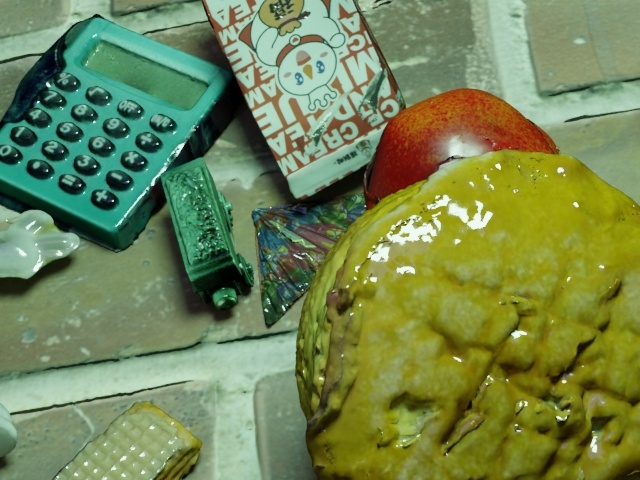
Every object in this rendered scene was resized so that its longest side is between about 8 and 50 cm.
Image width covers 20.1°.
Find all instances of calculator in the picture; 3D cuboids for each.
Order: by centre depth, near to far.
[{"bbox_3d":[-0.254,-0.133,2.102,0.248,0.058,0.274,24,66,28],"label":"calculator"}]

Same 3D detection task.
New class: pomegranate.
[{"bbox_3d":[0.145,-0.059,1.860,0.210,0.210,0.235,-17,21,2],"label":"pomegranate"}]

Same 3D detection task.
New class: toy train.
[{"bbox_3d":[-0.125,-0.007,1.954,0.070,0.099,0.172,-21,53,3],"label":"toy train"}]

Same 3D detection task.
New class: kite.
[{"bbox_3d":[0.000,0.000,1.972,0.189,0.009,0.232,29,67,30],"label":"kite"}]

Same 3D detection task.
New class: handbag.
[{"bbox_3d":[-0.012,-0.190,2.034,0.171,0.151,0.298,-24,63,5],"label":"handbag"}]

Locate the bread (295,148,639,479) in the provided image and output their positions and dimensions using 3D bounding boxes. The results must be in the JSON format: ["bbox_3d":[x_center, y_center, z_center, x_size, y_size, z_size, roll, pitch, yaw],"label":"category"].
[{"bbox_3d":[0.152,0.112,1.642,0.398,0.398,0.215,-34,11,-10],"label":"bread"}]

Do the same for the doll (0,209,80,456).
[{"bbox_3d":[-0.460,0.080,1.954,0.348,0.161,0.423,10,59,5],"label":"doll"}]

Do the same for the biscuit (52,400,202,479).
[{"bbox_3d":[-0.271,0.315,1.793,0.094,0.054,0.379,32,68,29],"label":"biscuit"}]
